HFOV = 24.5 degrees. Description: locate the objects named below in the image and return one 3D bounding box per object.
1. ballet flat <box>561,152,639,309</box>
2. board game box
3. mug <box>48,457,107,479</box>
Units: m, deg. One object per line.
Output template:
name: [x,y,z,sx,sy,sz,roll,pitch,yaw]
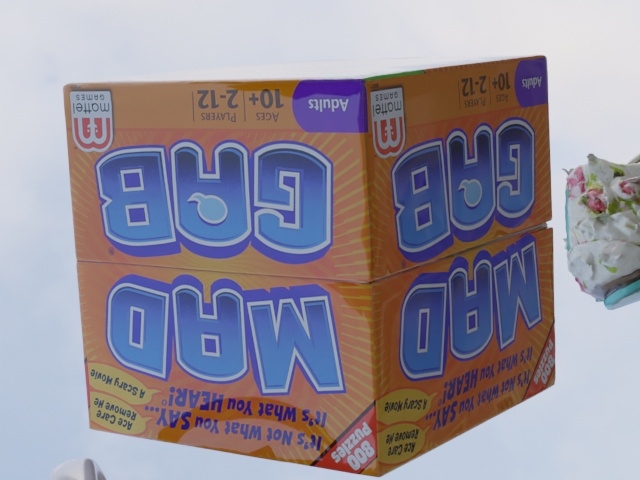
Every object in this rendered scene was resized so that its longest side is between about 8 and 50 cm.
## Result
ballet flat: [0.225,-0.034,0.706,0.241,0.091,0.077,-14,-107,-14]
board game box: [0.000,0.000,1.509,0.356,0.356,0.356,-16,-74,-54]
mug: [-0.174,0.378,1.385,0.276,0.328,0.374,-19,-70,-4]
